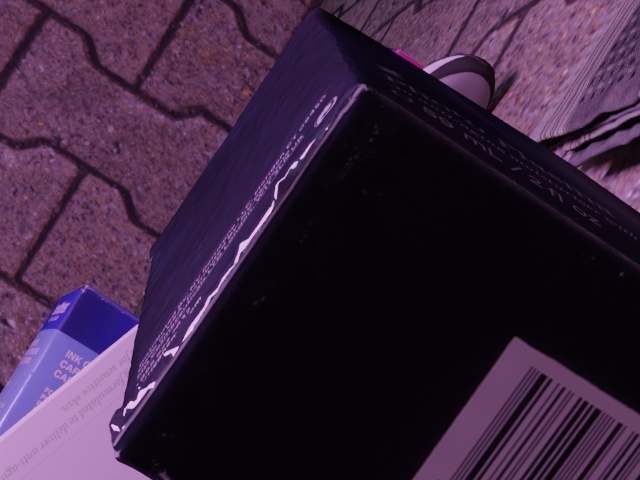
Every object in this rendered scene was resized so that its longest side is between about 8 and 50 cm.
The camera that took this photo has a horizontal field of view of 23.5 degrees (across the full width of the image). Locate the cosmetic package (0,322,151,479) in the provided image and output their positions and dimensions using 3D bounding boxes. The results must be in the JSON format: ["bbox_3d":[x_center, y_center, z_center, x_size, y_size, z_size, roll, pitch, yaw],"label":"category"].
[{"bbox_3d":[-0.146,0.200,1.141,0.197,0.155,0.365,-39,-8,-19],"label":"cosmetic package"}]

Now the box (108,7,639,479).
[{"bbox_3d":[0.078,0.050,0.723,0.183,0.296,0.294,-56,11,9],"label":"box"}]

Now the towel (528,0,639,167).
[{"bbox_3d":[0.292,-0.196,1.118,0.324,0.056,0.312,-56,8,-13],"label":"towel"}]

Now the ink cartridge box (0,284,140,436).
[{"bbox_3d":[-0.205,0.229,1.517,0.396,0.270,0.151,-60,13,-17],"label":"ink cartridge box"}]

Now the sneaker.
[{"bbox_3d":[0.095,-0.070,1.582,0.271,0.100,0.108,-53,35,5],"label":"sneaker"}]

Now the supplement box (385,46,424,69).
[{"bbox_3d":[0.060,-0.095,1.708,0.220,0.114,0.111,-54,10,3],"label":"supplement box"}]
